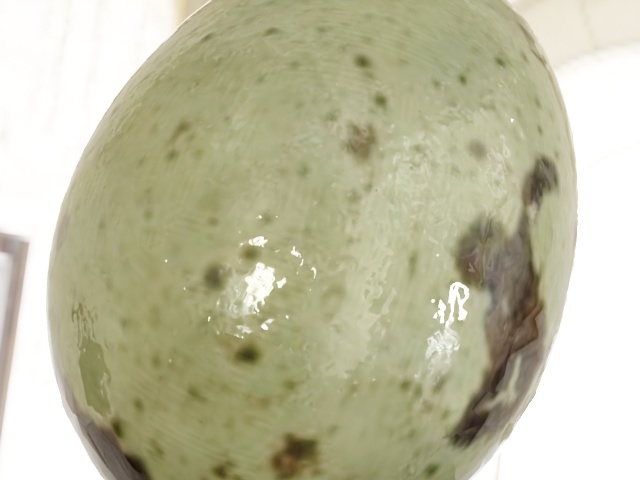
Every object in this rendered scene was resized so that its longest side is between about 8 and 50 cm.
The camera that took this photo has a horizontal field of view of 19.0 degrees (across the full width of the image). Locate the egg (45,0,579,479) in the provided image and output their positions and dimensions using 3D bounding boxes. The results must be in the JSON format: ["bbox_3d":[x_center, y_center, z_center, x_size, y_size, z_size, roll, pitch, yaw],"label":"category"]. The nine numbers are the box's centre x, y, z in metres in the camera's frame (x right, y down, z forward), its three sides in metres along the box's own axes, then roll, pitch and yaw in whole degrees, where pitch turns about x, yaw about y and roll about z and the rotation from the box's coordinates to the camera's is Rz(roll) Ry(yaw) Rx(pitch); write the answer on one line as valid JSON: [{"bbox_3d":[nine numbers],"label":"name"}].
[{"bbox_3d":[0.000,0.000,1.077,0.287,0.379,0.288,12,-36,9],"label":"egg"}]
